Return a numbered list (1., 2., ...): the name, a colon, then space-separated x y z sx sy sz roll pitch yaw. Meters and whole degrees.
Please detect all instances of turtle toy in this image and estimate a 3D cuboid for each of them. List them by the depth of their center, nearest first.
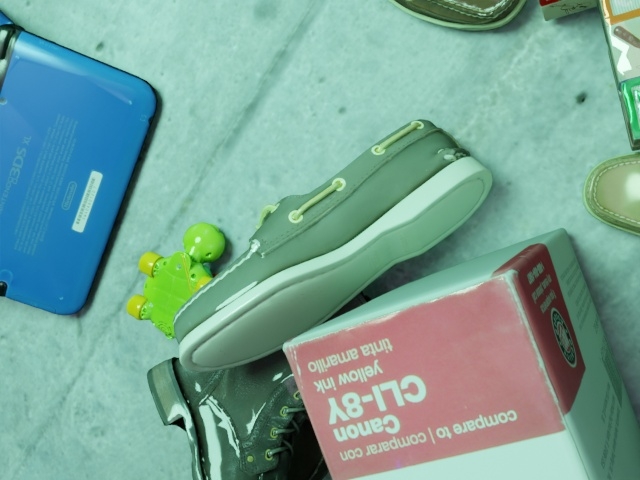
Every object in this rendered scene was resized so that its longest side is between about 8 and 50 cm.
1. turtle toy: -0.138 0.044 0.748 0.095 0.066 0.130 23 103 18

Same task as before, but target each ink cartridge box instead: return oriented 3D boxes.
1. ink cartridge box: 0.158 0.205 0.522 0.161 0.279 0.384 -22 86 24

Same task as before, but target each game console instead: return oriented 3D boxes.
1. game console: -0.345 -0.100 0.846 0.250 0.173 0.293 21 105 -12

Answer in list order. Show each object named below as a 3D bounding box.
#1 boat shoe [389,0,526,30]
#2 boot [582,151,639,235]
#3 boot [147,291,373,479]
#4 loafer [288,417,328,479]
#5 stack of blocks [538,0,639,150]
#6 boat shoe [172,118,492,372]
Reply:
1. boat shoe: 0.058 -0.264 0.621 0.257 0.095 0.095 34 107 17
2. boot: 0.292 -0.023 0.506 0.213 0.165 0.077 12 100 22
3. boot: -0.016 0.145 0.657 0.229 0.091 0.263 -34 71 -1
4. loafer: -0.058 0.249 0.725 0.080 0.078 0.220 38 106 16
5. stack of blocks: 0.246 -0.224 0.540 0.171 0.087 0.297 -13 86 22
6. boat shoe: 0.001 0.002 0.622 0.305 0.109 0.091 -33 63 -7
